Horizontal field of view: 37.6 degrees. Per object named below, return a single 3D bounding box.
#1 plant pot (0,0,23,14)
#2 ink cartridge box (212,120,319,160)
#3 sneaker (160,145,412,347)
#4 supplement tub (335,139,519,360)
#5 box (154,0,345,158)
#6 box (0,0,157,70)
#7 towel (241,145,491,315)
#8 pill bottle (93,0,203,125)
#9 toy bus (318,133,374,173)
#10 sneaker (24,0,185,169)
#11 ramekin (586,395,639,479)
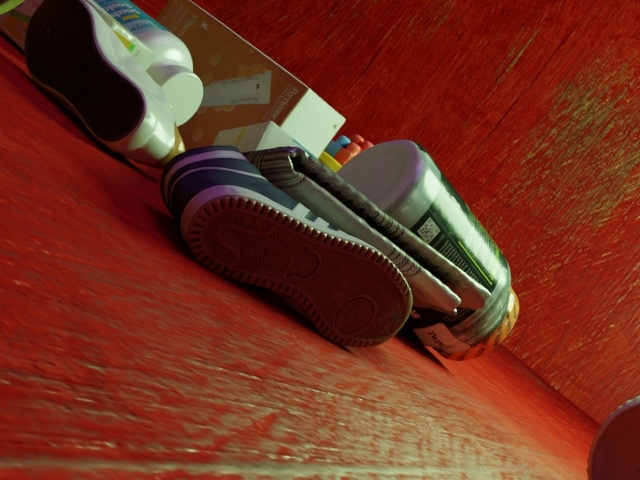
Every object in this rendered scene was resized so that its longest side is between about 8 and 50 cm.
[{"bbox_3d":[-0.409,-0.398,0.746,0.353,0.367,0.366,27,-1,24],"label":"plant pot"},{"bbox_3d":[-0.093,-0.091,1.260,0.092,0.090,0.143,36,-22,-31],"label":"ink cartridge box"},{"bbox_3d":[-0.035,0.001,0.926,0.282,0.099,0.153,31,9,-37],"label":"sneaker"},{"bbox_3d":[0.149,0.023,1.373,0.316,0.193,0.193,49,-2,-28],"label":"supplement tub"},{"bbox_3d":[-0.167,-0.240,1.645,0.345,0.215,0.168,39,5,25],"label":"box"},{"bbox_3d":[-0.341,-0.281,1.299,0.203,0.114,0.103,40,4,30],"label":"box"},{"bbox_3d":[0.003,-0.001,1.120,0.324,0.056,0.312,34,-16,-27],"label":"towel"},{"bbox_3d":[-0.292,-0.273,1.417,0.264,0.146,0.146,39,4,30],"label":"pill bottle"},{"bbox_3d":[0.033,-0.088,1.698,0.220,0.211,0.149,43,5,38],"label":"toy bus"},{"bbox_3d":[-0.255,-0.180,1.112,0.290,0.106,0.123,53,8,33],"label":"sneaker"},{"bbox_3d":[0.398,0.263,1.050,0.109,0.207,0.207,18,18,-50],"label":"ramekin"}]
